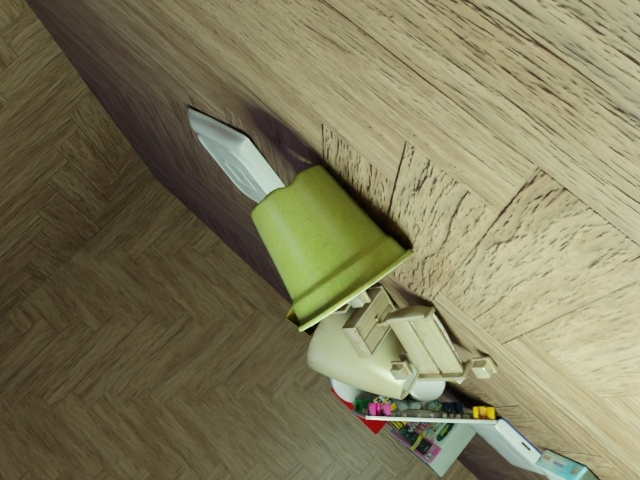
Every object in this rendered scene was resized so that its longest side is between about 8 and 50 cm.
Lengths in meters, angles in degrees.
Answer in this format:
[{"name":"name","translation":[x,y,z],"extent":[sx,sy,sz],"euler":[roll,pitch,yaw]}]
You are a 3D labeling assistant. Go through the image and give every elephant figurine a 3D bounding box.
[{"name":"elephant figurine","translation":[0.307,0.539,2.352],"extent":[0.239,0.169,0.186],"euler":[-122,20,-70]}]

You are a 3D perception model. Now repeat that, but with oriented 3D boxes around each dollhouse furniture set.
[{"name":"dollhouse furniture set","translation":[0.236,0.177,1.525],"extent":[0.355,0.174,0.303],"euler":[-13,116,43]}]

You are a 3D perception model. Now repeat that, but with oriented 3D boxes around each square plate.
[{"name":"square plate","translation":[-0.212,-0.197,1.718],"extent":[0.344,0.049,0.347],"euler":[33,164,47]}]

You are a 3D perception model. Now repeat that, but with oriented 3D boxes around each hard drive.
[{"name":"hard drive","translation":[0.595,0.643,1.949],"extent":[0.210,0.040,0.319],"euler":[43,169,9]}]

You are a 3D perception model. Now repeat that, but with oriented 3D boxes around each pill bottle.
[{"name":"pill bottle","translation":[0.322,0.465,2.035],"extent":[0.130,0.130,0.246],"euler":[43,169,7]},{"name":"pill bottle","translation":[0.101,0.417,2.311],"extent":[0.229,0.229,0.408],"euler":[48,179,-20]}]

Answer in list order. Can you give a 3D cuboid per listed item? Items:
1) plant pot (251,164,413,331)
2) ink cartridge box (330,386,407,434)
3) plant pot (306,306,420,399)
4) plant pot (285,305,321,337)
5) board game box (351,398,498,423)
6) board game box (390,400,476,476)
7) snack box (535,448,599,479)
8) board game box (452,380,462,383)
[{"name":"plant pot","translation":[0.000,0.000,1.234],"extent":[0.254,0.276,0.276],"euler":[55,169,4]},{"name":"ink cartridge box","translation":[0.242,0.623,2.529],"extent":[0.309,0.272,0.130],"euler":[46,169,-12]},{"name":"plant pot","translation":[0.145,0.327,1.756],"extent":[0.274,0.256,0.256],"euler":[29,163,26]},{"name":"plant pot","translation":[0.047,0.240,2.051],"extent":[0.187,0.212,0.212],"euler":[34,174,-28]},{"name":"board game box","translation":[0.313,0.540,1.960],"extent":[0.389,0.050,0.390],"euler":[3,168,-3]},{"name":"board game box","translation":[0.445,0.768,2.467],"extent":[0.097,0.224,0.303],"euler":[47,168,-19]},{"name":"snack box","translation":[0.732,0.696,1.611],"extent":[0.322,0.060,0.187],"euler":[45,169,-4]},{"name":"board game box","translation":[0.363,0.380,1.846],"extent":[0.103,0.026,0.154],"euler":[44,169,2]}]
